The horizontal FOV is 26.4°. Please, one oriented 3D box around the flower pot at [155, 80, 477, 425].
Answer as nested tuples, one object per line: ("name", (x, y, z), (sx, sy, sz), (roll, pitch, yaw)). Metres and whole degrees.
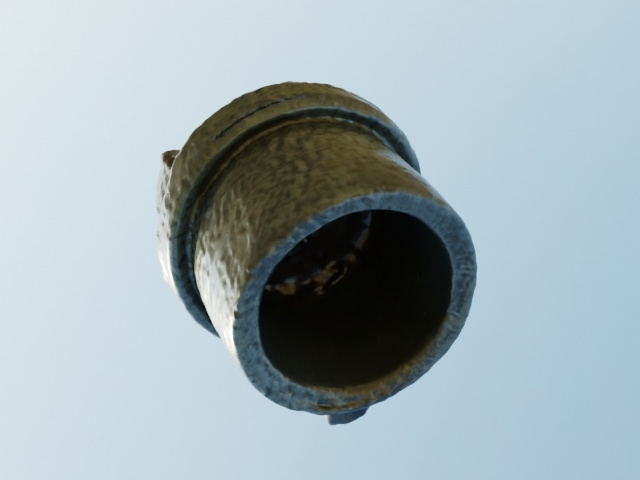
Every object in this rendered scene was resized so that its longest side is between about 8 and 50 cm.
("flower pot", (0.000, 0.000, 1.315), (0.299, 0.299, 0.283), (-26, -145, -11))
